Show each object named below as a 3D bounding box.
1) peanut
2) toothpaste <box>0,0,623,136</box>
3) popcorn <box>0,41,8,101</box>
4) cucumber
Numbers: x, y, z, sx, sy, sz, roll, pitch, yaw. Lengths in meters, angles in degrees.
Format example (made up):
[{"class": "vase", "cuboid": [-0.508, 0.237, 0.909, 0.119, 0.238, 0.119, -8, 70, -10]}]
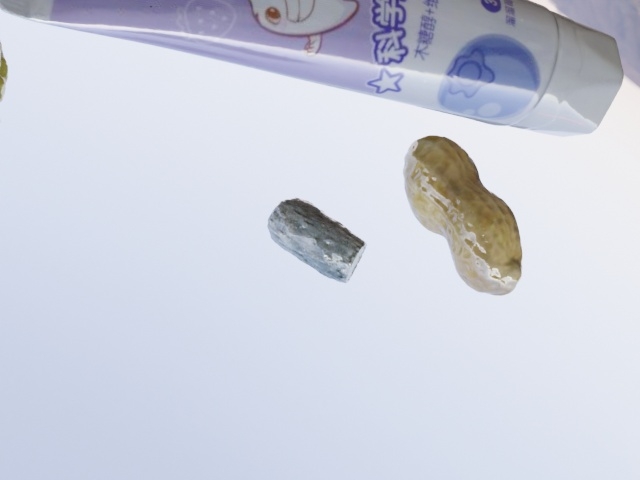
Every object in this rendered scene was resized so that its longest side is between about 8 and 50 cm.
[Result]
[{"class": "peanut", "cuboid": [0.147, -0.026, 0.786, 0.089, 0.089, 0.193, 6, -133, -47]}, {"class": "toothpaste", "cuboid": [0.011, -0.139, 0.458, 0.371, 0.080, 0.125, 12, -105, -18]}, {"class": "popcorn", "cuboid": [-0.416, -0.178, 0.710, 0.286, 0.225, 0.174, 32, 173, 32]}, {"class": "cucumber", "cuboid": [-0.002, -0.001, 0.830, 0.112, 0.064, 0.064, 32, -157, 25]}]
